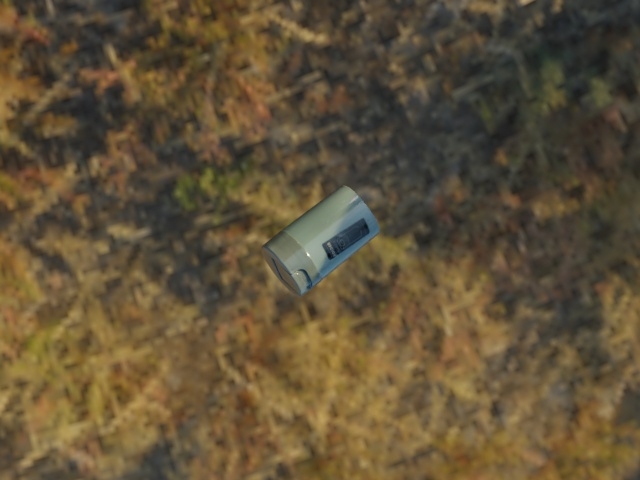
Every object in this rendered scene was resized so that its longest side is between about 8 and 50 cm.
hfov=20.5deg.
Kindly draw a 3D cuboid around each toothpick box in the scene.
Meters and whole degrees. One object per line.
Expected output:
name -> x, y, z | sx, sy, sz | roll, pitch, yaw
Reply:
toothpick box -> 0.000, 0.000, 1.407 | 0.083, 0.052, 0.052 | -38, 150, -13
